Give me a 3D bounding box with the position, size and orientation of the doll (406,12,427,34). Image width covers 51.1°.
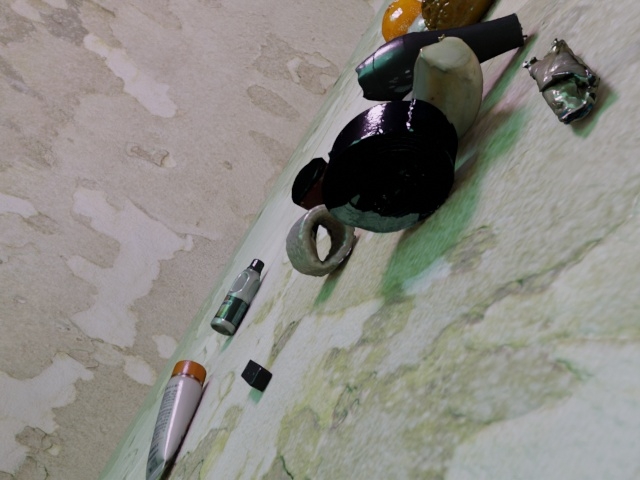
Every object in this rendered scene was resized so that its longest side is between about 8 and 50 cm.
[{"bbox_3d":[0.234,-0.464,1.496,0.103,0.072,0.214,-55,0,-32],"label":"doll"}]

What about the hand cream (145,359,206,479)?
[{"bbox_3d":[-0.354,0.431,1.603,0.139,0.089,0.314,-50,17,43],"label":"hand cream"}]

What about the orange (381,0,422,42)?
[{"bbox_3d":[0.216,-0.557,1.721,0.135,0.118,0.135,-61,4,8],"label":"orange"}]

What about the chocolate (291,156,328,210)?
[{"bbox_3d":[-0.007,-0.127,1.628,0.149,0.080,0.125,-33,37,51],"label":"chocolate"}]

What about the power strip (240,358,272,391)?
[{"bbox_3d":[-0.113,0.237,1.181,0.037,0.029,0.111,-59,12,-9],"label":"power strip"}]

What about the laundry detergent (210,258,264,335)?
[{"bbox_3d":[-0.217,0.149,1.831,0.225,0.070,0.099,-61,2,-23],"label":"laundry detergent"}]

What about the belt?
[{"bbox_3d":[0.087,-0.088,0.855,0.198,0.151,0.078,-39,27,42],"label":"belt"}]

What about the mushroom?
[{"bbox_3d":[0.125,-0.151,0.931,0.351,0.123,0.094,129,158,-63],"label":"mushroom"}]

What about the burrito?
[{"bbox_3d":[0.238,-0.161,0.663,0.051,0.042,0.171,-50,10,26],"label":"burrito"}]

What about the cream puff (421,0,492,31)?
[{"bbox_3d":[0.253,-0.456,1.246,0.165,0.115,0.150,-56,14,6],"label":"cream puff"}]

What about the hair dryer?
[{"bbox_3d":[0.187,-0.265,1.015,0.236,0.091,0.272,-16,2,16],"label":"hair dryer"}]

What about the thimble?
[{"bbox_3d":[0.000,0.000,1.149,0.090,0.102,0.115,145,125,-65],"label":"thimble"}]
